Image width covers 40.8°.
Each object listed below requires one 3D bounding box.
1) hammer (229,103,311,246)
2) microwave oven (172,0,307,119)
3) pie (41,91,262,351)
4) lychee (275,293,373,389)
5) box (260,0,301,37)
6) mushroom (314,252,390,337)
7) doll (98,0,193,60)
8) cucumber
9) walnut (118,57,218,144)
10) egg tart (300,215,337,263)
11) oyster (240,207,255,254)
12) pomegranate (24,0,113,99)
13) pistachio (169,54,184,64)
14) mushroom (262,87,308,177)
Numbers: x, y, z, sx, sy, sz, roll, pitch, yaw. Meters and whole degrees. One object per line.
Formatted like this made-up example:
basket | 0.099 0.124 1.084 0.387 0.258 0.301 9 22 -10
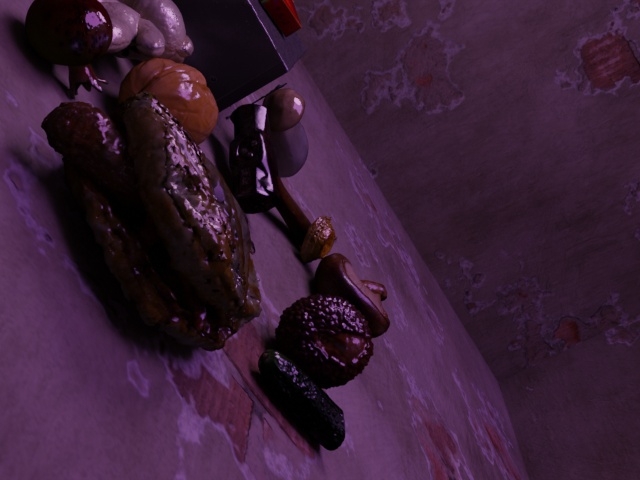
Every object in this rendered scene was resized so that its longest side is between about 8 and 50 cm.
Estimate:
hammer | -0.092 -0.108 1.978 0.409 0.095 0.242 53 26 -55
microwave oven | -0.230 -0.500 2.000 0.374 0.236 0.432 57 13 -14
pie | -0.202 -0.035 1.261 0.395 0.180 0.418 61 6 3
lychee | 0.006 0.188 1.613 0.188 0.188 0.188 56 14 -21
box | -0.100 -0.557 1.973 0.112 0.048 0.175 49 17 -41
mushroom | 0.062 0.140 2.048 0.194 0.138 0.231 13 37 -56
doll | -0.354 -0.366 1.496 0.175 0.149 0.278 60 27 0
cucumber | -0.032 0.275 1.494 0.241 0.074 0.074 51 16 -33
walnut | -0.262 -0.233 1.494 0.159 0.159 0.206 63 14 8
egg tart | 0.000 0.000 2.082 0.052 0.130 0.130 25 0 21
oyster | -0.171 -0.042 1.672 0.148 0.051 0.103 48 8 -13
pomegranate | -0.369 -0.298 1.287 0.129 0.129 0.159 -38 108 -77
pistachio | -0.330 -0.414 1.690 0.185 0.126 0.108 68 -18 5
mushroom | -0.096 -0.269 2.094 0.159 0.122 0.329 58 -10 15
